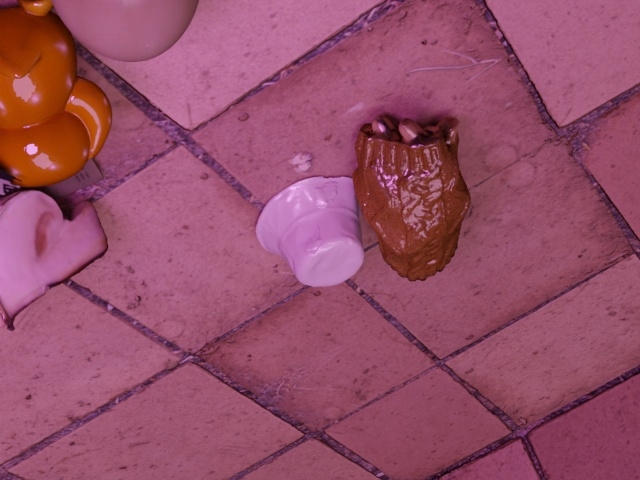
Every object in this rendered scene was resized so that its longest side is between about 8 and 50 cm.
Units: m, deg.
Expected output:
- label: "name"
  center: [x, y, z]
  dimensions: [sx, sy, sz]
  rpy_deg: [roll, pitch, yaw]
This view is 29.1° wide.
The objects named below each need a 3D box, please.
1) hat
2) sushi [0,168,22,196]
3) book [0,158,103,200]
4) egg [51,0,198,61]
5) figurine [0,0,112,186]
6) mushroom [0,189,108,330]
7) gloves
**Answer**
- label: "hat"
  center: [0.000, 0.000, 2.064]
  dimensions: [0.203, 0.126, 0.203]
  rpy_deg: [-15, 145, -11]
- label: "sushi"
  center: [-0.541, -0.119, 1.581]
  dimensions: [0.264, 0.050, 0.290]
  rpy_deg: [29, 152, -29]
- label: "book"
  center: [-0.477, -0.098, 1.776]
  dimensions: [0.282, 0.025, 0.215]
  rpy_deg: [-21, 144, -1]
- label: "egg"
  center: [-0.235, -0.317, 1.476]
  dimensions: [0.186, 0.186, 0.242]
  rpy_deg: [-14, 146, -11]
- label: "figurine"
  center: [-0.375, -0.192, 1.558]
  dimensions: [0.215, 0.215, 0.228]
  rpy_deg: [-15, 142, -9]
- label: "mushroom"
  center: [-0.458, 0.005, 1.812]
  dimensions: [0.173, 0.236, 0.162]
  rpy_deg: [-3, 116, 39]
- label: "gloves"
  center: [0.164, -0.073, 2.026]
  dimensions: [0.203, 0.155, 0.356]
  rpy_deg: [-32, 138, -13]
